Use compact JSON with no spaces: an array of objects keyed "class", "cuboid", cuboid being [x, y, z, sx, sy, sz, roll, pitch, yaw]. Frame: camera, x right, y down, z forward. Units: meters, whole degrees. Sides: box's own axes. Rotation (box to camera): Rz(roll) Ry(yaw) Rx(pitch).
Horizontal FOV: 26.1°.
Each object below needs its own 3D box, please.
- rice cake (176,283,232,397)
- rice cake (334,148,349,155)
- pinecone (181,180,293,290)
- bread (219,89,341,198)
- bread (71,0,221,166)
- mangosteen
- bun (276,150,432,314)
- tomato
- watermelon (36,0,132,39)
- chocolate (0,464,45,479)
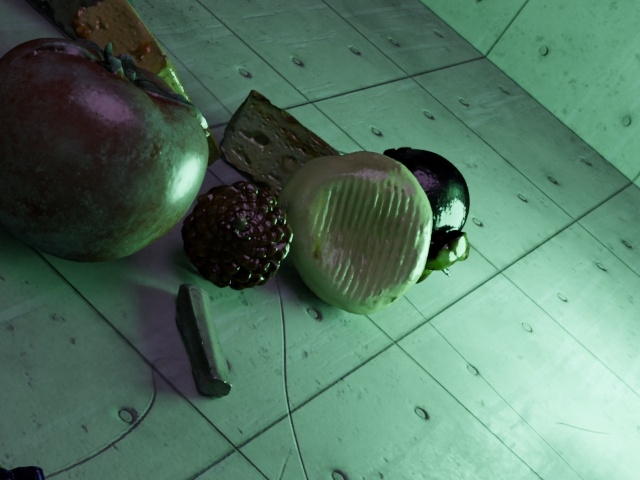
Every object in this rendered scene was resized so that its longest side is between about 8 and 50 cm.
[{"class":"rice cake","cuboid":[-0.158,0.130,1.861,0.047,0.036,0.206,32,24,-37]},{"class":"rice cake","cuboid":[-0.009,-0.140,2.470,0.226,0.040,0.085,10,35,-42]},{"class":"pinecone","cuboid":[-0.119,-0.005,2.001,0.174,0.173,0.173,28,28,-16]},{"class":"bread","cuboid":[-0.061,-0.141,2.331,0.232,0.128,0.088,38,0,4]},{"class":"bread","cuboid":[-0.264,-0.223,2.083,0.184,0.114,0.274,54,-6,29]},{"class":"mangosteen","cuboid":[0.155,-0.044,2.340,0.243,0.243,0.243,28,28,-16]},{"class":"bun","cuboid":[0.051,-0.021,2.172,0.259,0.259,0.160,33,-6,-7]},{"class":"tomato","cuboid":[-0.306,-0.123,1.808,0.317,0.282,0.316,29,14,-8]},{"class":"watermelon","cuboid":[-0.411,-0.485,2.380,0.322,0.188,0.175,44,31,2]},{"class":"chocolate","cuboid":[-0.342,0.238,1.389,0.148,0.126,0.343,-30,65,-19]}]
